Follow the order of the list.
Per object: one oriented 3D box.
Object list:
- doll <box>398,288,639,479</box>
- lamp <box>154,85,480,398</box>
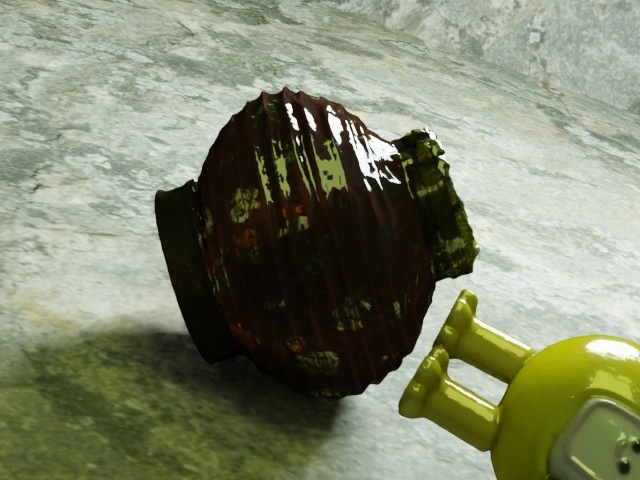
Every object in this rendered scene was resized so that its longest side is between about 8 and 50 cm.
[{"bbox_3d":[0.227,0.173,0.837,0.363,0.145,0.199,30,62,8],"label":"doll"},{"bbox_3d":[0.000,0.000,0.928,0.247,0.247,0.247,15,20,-6],"label":"lamp"}]
